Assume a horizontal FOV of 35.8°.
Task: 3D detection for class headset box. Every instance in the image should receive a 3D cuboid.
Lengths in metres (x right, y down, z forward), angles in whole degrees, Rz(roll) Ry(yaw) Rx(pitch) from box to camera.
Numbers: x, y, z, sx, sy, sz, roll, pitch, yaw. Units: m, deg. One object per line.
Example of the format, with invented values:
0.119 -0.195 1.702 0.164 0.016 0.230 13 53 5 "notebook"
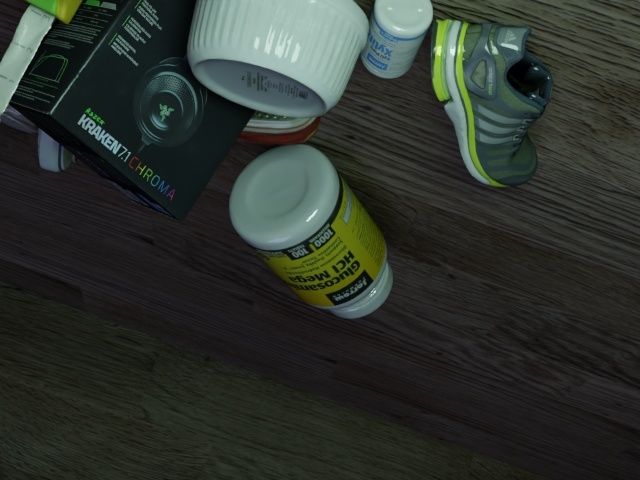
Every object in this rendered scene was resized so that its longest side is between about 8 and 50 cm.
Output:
-0.207 -0.212 1.254 0.131 0.283 0.246 21 163 44 "headset box"

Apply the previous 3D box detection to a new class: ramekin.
-0.056 -0.222 1.142 0.207 0.109 0.207 15 169 3 "ramekin"

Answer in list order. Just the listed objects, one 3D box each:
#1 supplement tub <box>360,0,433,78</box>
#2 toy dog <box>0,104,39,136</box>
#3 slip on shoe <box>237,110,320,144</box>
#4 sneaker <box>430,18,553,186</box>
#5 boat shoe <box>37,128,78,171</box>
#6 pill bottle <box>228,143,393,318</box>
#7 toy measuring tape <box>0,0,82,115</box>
0.089 -0.248 1.179 0.071 0.071 0.107 20 157 0 "supplement tub"
-0.353 -0.202 1.577 0.334 0.161 0.220 28 174 -16 "toy dog"
-0.153 -0.195 1.455 0.331 0.123 0.101 8 159 17 "slip on shoe"
0.230 -0.159 1.225 0.121 0.111 0.300 2 154 28 "sneaker"
-0.320 -0.223 1.367 0.094 0.109 0.302 16 118 -9 "boat shoe"
0.000 0.000 1.671 0.188 0.187 0.334 6 154 31 "pill bottle"
-0.319 -0.284 1.108 0.121 0.330 0.121 30 178 1 "toy measuring tape"
